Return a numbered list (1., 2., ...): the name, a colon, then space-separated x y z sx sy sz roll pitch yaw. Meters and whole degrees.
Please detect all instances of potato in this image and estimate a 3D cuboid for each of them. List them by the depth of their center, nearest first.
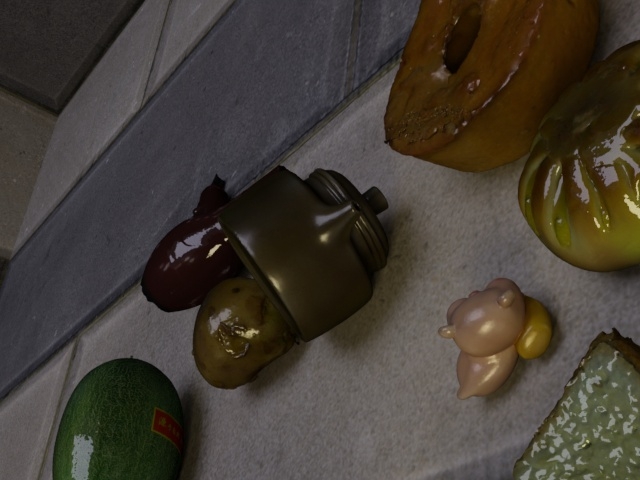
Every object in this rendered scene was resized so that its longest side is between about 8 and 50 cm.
1. potato: -0.106 0.119 1.219 0.176 0.137 0.137 -46 31 37

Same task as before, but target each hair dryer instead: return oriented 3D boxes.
1. hair dryer: -0.149 -0.057 1.520 0.312 0.123 0.340 -41 22 20

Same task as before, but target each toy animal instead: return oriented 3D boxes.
1. toy animal: 0.142 0.078 0.837 0.114 0.082 0.091 -50 28 28

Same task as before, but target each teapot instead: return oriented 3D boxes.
1. teapot: 0.000 0.000 1.094 0.175 0.185 0.267 -33 -3 -8

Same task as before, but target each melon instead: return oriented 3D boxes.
1. melon: -0.284 0.283 1.335 0.182 0.182 0.287 -40 37 40

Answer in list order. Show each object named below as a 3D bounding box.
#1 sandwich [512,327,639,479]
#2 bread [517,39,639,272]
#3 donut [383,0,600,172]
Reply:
1. sandwich: 0.193 0.232 0.593 0.273 0.095 0.249 -57 30 12
2. bread: 0.248 -0.079 0.762 0.213 0.105 0.213 -47 28 34
3. donut: 0.178 -0.195 0.986 0.277 0.109 0.277 -43 34 38
